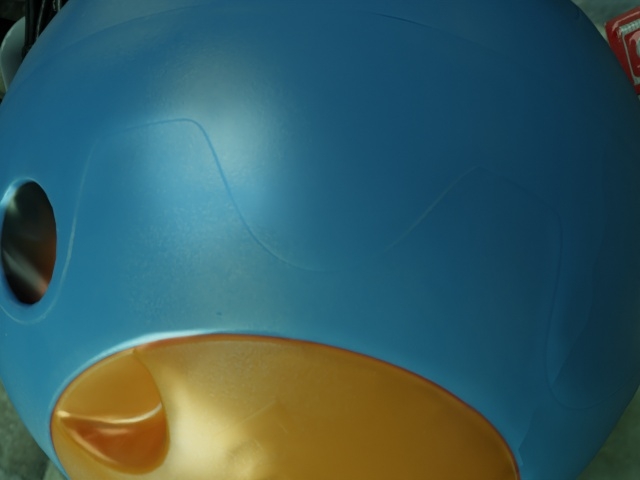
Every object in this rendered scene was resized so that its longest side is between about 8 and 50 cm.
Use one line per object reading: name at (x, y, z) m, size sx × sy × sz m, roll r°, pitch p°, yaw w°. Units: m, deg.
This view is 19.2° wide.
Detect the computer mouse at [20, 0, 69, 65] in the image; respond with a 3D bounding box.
computer mouse at (-0.066, -0.109, 0.955) m, size 0.262 × 0.060 × 0.184 m, roll -6°, pitch 68°, yaw 31°

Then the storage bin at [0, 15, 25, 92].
storage bin at (-0.095, -0.095, 1.064) m, size 0.135 × 0.091 × 0.098 m, roll -32°, pitch 58°, yaw 21°

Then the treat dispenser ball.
treat dispenser ball at (0.000, 0.000, 0.794) m, size 0.288 × 0.288 × 0.288 m, roll -13°, pitch 65°, yaw 30°

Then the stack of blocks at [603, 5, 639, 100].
stack of blocks at (0.242, 0.012, 0.795) m, size 0.171 × 0.087 × 0.297 m, roll -24°, pitch 60°, yaw 25°

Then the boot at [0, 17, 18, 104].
boot at (-0.286, -0.068, 1.190) m, size 0.229 × 0.091 × 0.263 m, roll -57°, pitch 45°, yaw 13°
